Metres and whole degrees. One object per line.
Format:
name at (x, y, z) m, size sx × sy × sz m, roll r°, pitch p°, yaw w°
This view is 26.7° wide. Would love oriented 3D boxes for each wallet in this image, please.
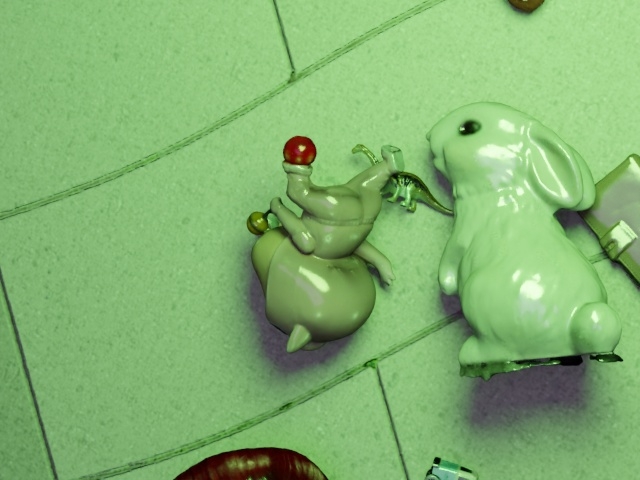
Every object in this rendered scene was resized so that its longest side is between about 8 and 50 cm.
wallet at (0.412, -0.022, 1.745) m, size 0.118 × 0.039 × 0.153 m, roll -39°, pitch 80°, yaw 11°

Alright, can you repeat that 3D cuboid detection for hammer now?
hammer at (-0.044, -0.020, 1.851) m, size 0.083 × 0.031 × 0.053 m, roll -17°, pitch 92°, yaw 2°

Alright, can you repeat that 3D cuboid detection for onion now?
onion at (-0.092, 0.411, 1.756) m, size 0.273 × 0.285 × 0.273 m, roll -6°, pitch 120°, yaw -11°

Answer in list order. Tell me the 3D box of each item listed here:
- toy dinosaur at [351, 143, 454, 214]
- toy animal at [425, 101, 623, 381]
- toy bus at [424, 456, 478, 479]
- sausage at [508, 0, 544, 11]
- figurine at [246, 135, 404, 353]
toy dinosaur at (0.113, -0.063, 1.806) m, size 0.180 × 0.037 × 0.058 m, roll 30°, pitch 91°, yaw -10°
toy animal at (0.255, -0.007, 1.709) m, size 0.257 × 0.194 × 0.357 m, roll -11°, pitch 82°, yaw 35°
toy bus at (0.168, 0.359, 1.802) m, size 0.074 × 0.060 × 0.123 m, roll 13°, pitch 93°, yaw 8°
sausage at (0.260, -0.343, 1.756) m, size 0.059 × 0.054 × 0.094 m, roll -30°, pitch 86°, yaw 11°
figurine at (0.000, 0.000, 1.772) m, size 0.186 × 0.176 × 0.288 m, roll 25°, pitch 117°, yaw 29°
